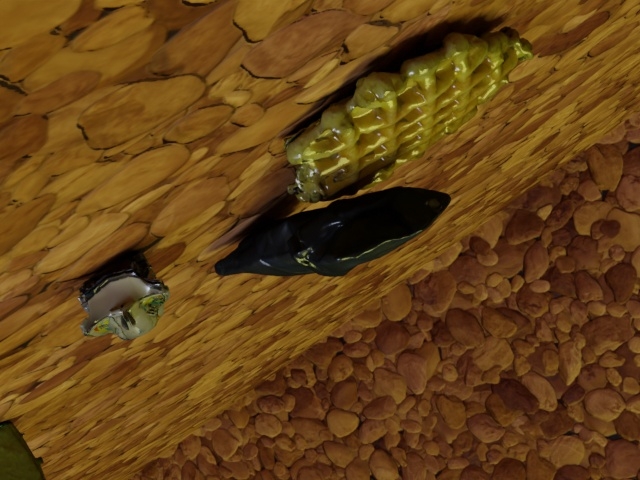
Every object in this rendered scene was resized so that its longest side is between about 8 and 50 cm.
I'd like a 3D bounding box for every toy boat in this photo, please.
[{"bbox_3d":[-0.179,0.065,1.114,0.084,0.066,0.210,-31,171,-5],"label":"toy boat"}]

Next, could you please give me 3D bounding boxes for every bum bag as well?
[{"bbox_3d":[0.000,0.000,1.174,0.137,0.074,0.310,-24,-174,-32],"label":"bum bag"}]

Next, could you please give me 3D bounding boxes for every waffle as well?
[{"bbox_3d":[0.067,-0.110,1.089,0.291,0.051,0.291,-33,170,-6],"label":"waffle"}]

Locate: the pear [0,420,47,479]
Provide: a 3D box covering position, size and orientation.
[{"bbox_3d":[-0.474,0.360,1.360,0.292,0.159,0.292,-30,173,-4],"label":"pear"}]
